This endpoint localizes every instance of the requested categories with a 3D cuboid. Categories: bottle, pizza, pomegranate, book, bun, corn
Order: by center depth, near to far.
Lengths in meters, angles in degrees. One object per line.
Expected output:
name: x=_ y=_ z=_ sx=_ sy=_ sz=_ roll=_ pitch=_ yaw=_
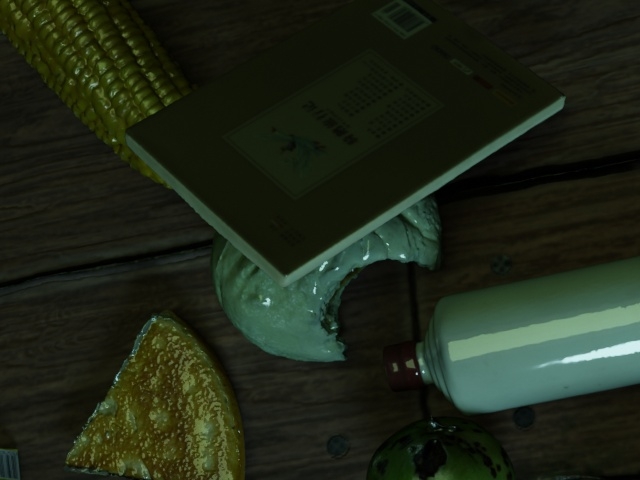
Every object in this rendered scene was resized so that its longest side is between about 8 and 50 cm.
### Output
pomegranate: x=0.104 y=0.216 z=1.215 sx=0.122 sy=0.122 sz=0.161 roll=-17 pitch=100 yaw=14
bottle: x=0.171 y=0.083 z=1.221 sx=0.245 sy=0.104 sz=0.104 roll=-14 pitch=74 yaw=15
book: x=0.021 y=-0.102 z=1.256 sx=0.310 sy=0.021 sz=0.217 roll=-33 pitch=56 yaw=-24
bun: x=0.000 y=0.000 z=1.285 sx=0.204 sy=0.126 sz=0.212 roll=17 pitch=85 yaw=22
pizza: x=-0.148 y=0.176 z=1.341 sx=0.176 sy=0.036 sz=0.184 roll=-38 pitch=71 yaw=9
corn: x=-0.223 y=-0.192 z=1.403 sx=0.120 sy=0.120 sz=0.363 roll=-43 pitch=69 yaw=5

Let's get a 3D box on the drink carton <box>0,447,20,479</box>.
drink carton: x=-0.310 y=0.276 z=1.360 sx=0.071 sy=0.056 sz=0.165 roll=-14 pitch=74 yaw=18
